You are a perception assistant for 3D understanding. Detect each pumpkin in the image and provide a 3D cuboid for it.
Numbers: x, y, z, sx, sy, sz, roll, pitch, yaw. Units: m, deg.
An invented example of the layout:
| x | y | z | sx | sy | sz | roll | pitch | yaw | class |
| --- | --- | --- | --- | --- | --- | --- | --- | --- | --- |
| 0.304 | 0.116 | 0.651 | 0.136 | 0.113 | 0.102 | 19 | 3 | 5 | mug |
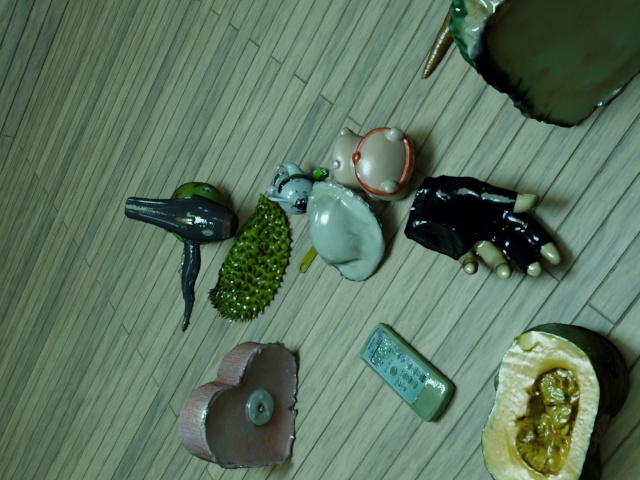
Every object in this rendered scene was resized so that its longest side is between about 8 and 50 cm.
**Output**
| x | y | z | sx | sy | sz | roll | pitch | yaw | class |
| --- | --- | --- | --- | --- | --- | --- | --- | --- | --- |
| 0.381 | 0.294 | 1.202 | 0.222 | 0.139 | 0.317 | 18 | 98 | 41 | pumpkin |

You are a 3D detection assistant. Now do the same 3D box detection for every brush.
| x | y | z | sx | sy | sz | roll | pitch | yaw | class |
| --- | --- | --- | --- | --- | --- | --- | --- | --- | --- |
| 0.000 | 0.000 | 1.711 | 0.083 | 0.011 | 0.205 | 50 | 117 | 37 | brush |

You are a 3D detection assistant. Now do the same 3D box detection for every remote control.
| x | y | z | sx | sy | sz | roll | pitch | yaw | class |
| --- | --- | --- | --- | --- | --- | --- | --- | --- | --- |
| 0.176 | 0.274 | 1.470 | 0.233 | 0.038 | 0.098 | 41 | 110 | 41 | remote control |

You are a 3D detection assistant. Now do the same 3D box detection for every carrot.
| x | y | z | sx | sy | sz | roll | pitch | yaw | class |
| --- | --- | --- | --- | --- | --- | --- | --- | --- | --- |
| 0.272 | -0.443 | 1.509 | 0.048 | 0.048 | 0.216 | 51 | 121 | 37 | carrot |

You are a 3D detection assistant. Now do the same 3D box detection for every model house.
| x | y | z | sx | sy | sz | roll | pitch | yaw | class |
| --- | --- | --- | --- | --- | --- | --- | --- | --- | --- |
| 0.355 | -0.478 | 1.155 | 0.395 | 0.446 | 0.399 | -45 | 56 | 32 | model house |

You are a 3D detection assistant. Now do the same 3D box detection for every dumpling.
| x | y | z | sx | sy | sz | roll | pitch | yaw | class |
| --- | --- | --- | --- | --- | --- | --- | --- | --- | --- |
| 0.066 | -0.028 | 1.568 | 0.173 | 0.142 | 0.247 | -10 | 109 | 45 | dumpling |

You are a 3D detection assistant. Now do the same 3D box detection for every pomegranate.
| x | y | z | sx | sy | sz | roll | pitch | yaw | class |
| --- | --- | --- | --- | --- | --- | --- | --- | --- | --- |
| -0.355 | -0.059 | 1.936 | 0.179 | 0.179 | 0.210 | -7 | 34 | 43 | pomegranate |

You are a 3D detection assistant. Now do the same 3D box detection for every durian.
| x | y | z | sx | sy | sz | roll | pitch | yaw | class |
| --- | --- | --- | --- | --- | --- | --- | --- | --- | --- |
| -0.179 | 0.063 | 1.829 | 0.169 | 0.158 | 0.351 | -109 | 42 | -72 | durian |

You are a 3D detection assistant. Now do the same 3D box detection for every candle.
| x | y | z | sx | sy | sz | roll | pitch | yaw | class |
| --- | --- | --- | --- | --- | --- | --- | --- | --- | --- |
| -0.170 | 0.405 | 1.657 | 0.131 | 0.287 | 0.317 | -5 | 36 | 46 | candle |

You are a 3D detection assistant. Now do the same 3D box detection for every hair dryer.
| x | y | z | sx | sy | sz | roll | pitch | yaw | class |
| --- | --- | --- | --- | --- | --- | --- | --- | --- | --- |
| -0.367 | 0.057 | 1.778 | 0.304 | 0.120 | 0.359 | 7 | 97 | 12 | hair dryer |

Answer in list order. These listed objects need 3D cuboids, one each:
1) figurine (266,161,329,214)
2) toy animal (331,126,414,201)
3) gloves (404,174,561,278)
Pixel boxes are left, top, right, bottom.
| x | y | z | sx | sy | sz | roll | pitch | yaw | class |
| --- | --- | --- | --- | --- | --- | --- | --- | --- | --- |
| -0.063 | -0.122 | 1.718 | 0.192 | 0.147 | 0.126 | -128 | 41 | -57 | figurine |
| 0.121 | -0.171 | 1.531 | 0.198 | 0.171 | 0.171 | 10 | 89 | 52 | toy animal |
| 0.308 | -0.027 | 1.320 | 0.301 | 0.152 | 0.197 | 38 | 130 | 35 | gloves |
